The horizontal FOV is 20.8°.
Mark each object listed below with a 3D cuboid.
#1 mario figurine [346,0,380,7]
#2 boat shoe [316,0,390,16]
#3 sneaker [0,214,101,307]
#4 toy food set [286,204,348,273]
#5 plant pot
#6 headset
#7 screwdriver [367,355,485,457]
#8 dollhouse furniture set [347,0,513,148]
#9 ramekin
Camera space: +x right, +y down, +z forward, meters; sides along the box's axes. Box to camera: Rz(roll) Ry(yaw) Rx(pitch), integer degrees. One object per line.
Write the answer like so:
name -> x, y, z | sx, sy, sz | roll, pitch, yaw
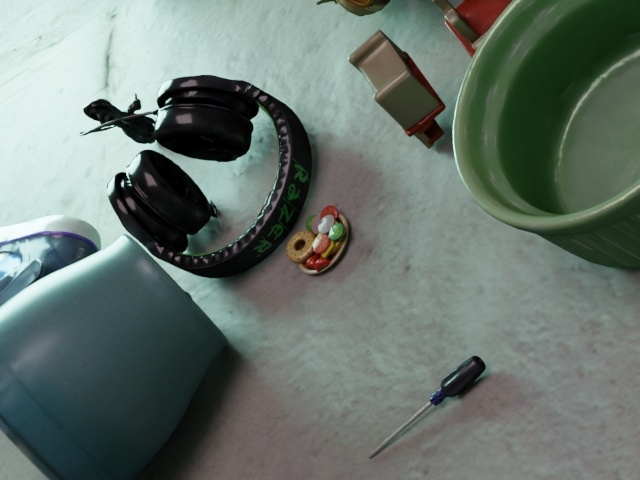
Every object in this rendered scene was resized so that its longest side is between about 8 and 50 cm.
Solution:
mario figurine -> 0.129, -0.415, 2.065 | 0.198, 0.170, 0.320 | -35, 17, 54
boat shoe -> 0.022, -0.351, 2.203 | 0.089, 0.104, 0.285 | -46, 28, 22
sneaker -> -0.437, 0.108, 2.352 | 0.323, 0.130, 0.236 | -17, 49, 34
toy food set -> 0.000, 0.000, 2.035 | 0.082, 0.020, 0.083 | -54, 37, 5
plant pot -> -0.256, 0.142, 2.045 | 0.255, 0.272, 0.271 | -43, 37, -7
headset -> -0.160, -0.096, 2.223 | 0.394, 0.185, 0.243 | 29, 91, 38
screwdriver -> 0.106, 0.176, 1.795 | 0.170, 0.024, 0.025 | -44, 11, 19
dollhouse furniture set -> 0.170, -0.233, 1.930 | 0.259, 0.135, 0.262 | -40, 52, 12
ramekin -> 0.291, -0.120, 1.684 | 0.303, 0.148, 0.303 | -24, 51, 34
